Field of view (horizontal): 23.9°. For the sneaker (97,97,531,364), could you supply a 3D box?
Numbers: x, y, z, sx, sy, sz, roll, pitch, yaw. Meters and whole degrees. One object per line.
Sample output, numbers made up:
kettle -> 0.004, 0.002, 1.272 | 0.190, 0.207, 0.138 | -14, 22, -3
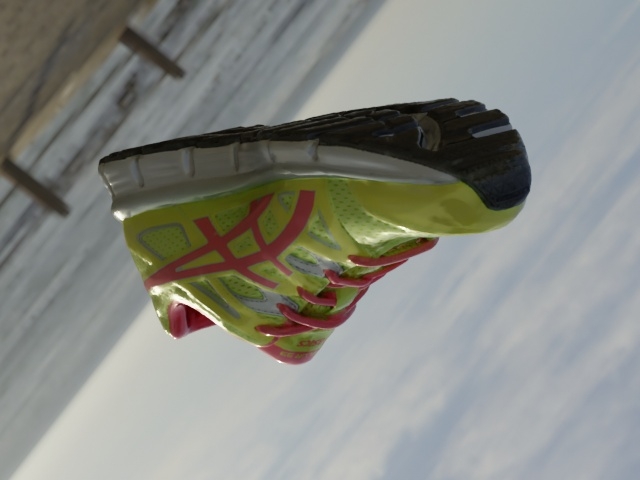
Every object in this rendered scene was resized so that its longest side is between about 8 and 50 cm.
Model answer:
sneaker -> 0.000, 0.000, 0.567 | 0.081, 0.094, 0.208 | -14, -174, -39
